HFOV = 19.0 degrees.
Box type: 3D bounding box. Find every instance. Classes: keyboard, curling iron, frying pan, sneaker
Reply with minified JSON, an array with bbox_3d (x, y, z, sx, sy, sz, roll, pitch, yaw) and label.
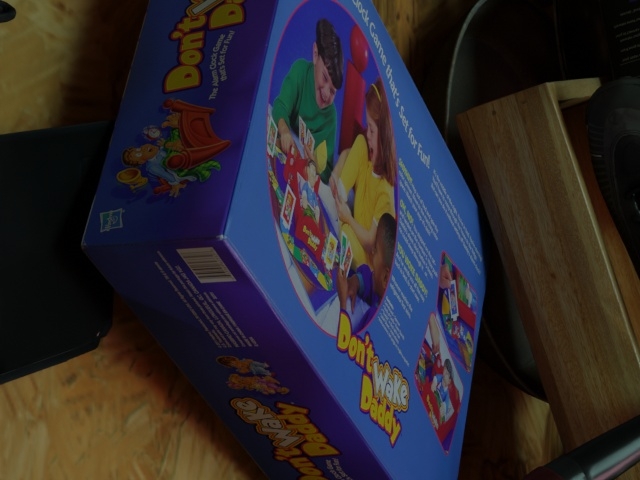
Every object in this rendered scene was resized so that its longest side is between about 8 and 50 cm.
[{"bbox_3d":[-0.185,-0.021,0.836,0.317,0.033,0.201,-16,112,-61],"label":"keyboard"},{"bbox_3d":[0.148,0.159,1.146,0.274,0.068,0.035,-32,147,-30],"label":"curling iron"},{"bbox_3d":[0.222,-0.229,1.530,0.197,0.053,0.326,-16,100,-64],"label":"frying pan"},{"bbox_3d":[0.232,0.007,1.224,0.106,0.078,0.234,-74,143,-59],"label":"sneaker"}]

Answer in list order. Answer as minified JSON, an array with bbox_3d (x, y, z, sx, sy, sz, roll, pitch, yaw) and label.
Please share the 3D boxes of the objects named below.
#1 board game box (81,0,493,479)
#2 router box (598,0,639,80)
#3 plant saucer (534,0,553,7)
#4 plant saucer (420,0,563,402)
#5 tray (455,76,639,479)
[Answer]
[{"bbox_3d":[0.000,0.000,1.086,0.347,0.078,0.233,58,36,-49],"label":"board game box"},{"bbox_3d":[0.297,-0.114,1.466,0.309,0.081,0.242,24,55,-64],"label":"router box"},{"bbox_3d":[0.204,-0.335,1.616,0.259,0.048,0.258,-27,106,-59],"label":"plant saucer"},{"bbox_3d":[0.144,-0.031,1.427,0.311,0.050,0.310,22,65,-57],"label":"plant saucer"},{"bbox_3d":[0.210,0.095,1.308,0.203,0.076,0.410,-16,87,-69],"label":"tray"}]
